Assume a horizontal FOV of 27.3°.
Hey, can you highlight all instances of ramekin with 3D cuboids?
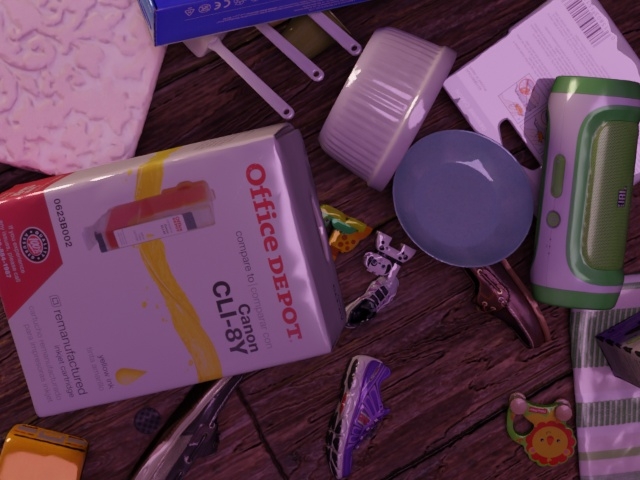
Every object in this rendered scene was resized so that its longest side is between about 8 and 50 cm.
[{"bbox_3d":[0.081,-0.177,1.701,0.109,0.207,0.207,28,87,-1],"label":"ramekin"}]

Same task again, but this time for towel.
[{"bbox_3d":[-0.371,-0.250,1.720,0.332,0.053,0.317,16,90,-7],"label":"towel"},{"bbox_3d":[0.471,0.203,1.837,0.248,0.038,0.324,-5,93,-5],"label":"towel"}]

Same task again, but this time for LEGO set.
[{"bbox_3d":[0.000,0.000,1.754,0.227,0.087,0.093,27,90,-13],"label":"LEGO set"}]

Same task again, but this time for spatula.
[{"bbox_3d":[-0.074,-0.273,1.720,0.168,0.019,0.242,-44,70,-2],"label":"spatula"}]

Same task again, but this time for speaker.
[{"bbox_3d":[0.347,-0.063,1.723,0.131,0.131,0.296,4,96,-7],"label":"speaker"}]

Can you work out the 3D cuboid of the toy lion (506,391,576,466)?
[{"bbox_3d":[0.304,0.264,1.817,0.100,0.034,0.096,9,102,2],"label":"toy lion"}]

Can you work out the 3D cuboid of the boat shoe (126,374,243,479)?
[{"bbox_3d":[-0.168,0.259,1.741,0.073,0.080,0.223,39,91,-11],"label":"boat shoe"}]

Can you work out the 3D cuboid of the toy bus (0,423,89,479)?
[{"bbox_3d":[-0.391,0.413,1.685,0.108,0.130,0.332,15,89,-8],"label":"toy bus"}]

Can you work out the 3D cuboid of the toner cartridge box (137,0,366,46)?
[{"bbox_3d":[-0.069,-0.366,1.686,0.348,0.075,0.165,-14,62,-15],"label":"toner cartridge box"}]

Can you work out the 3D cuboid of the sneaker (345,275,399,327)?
[{"bbox_3d":[0.072,0.085,1.768,0.098,0.069,0.038,-44,96,-4],"label":"sneaker"}]

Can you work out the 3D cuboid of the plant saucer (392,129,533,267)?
[{"bbox_3d":[0.186,-0.052,1.749,0.195,0.037,0.195,3,72,-11],"label":"plant saucer"}]

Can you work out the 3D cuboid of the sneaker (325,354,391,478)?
[{"bbox_3d":[0.055,0.242,1.771,0.071,0.068,0.170,17,88,-13],"label":"sneaker"}]

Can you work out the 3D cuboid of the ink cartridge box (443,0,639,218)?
[{"bbox_3d":[0.335,-0.178,1.803,0.239,0.060,0.275,-36,95,3],"label":"ink cartridge box"}]

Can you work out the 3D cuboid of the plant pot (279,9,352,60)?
[{"bbox_3d":[-0.013,-0.277,1.756,0.079,0.083,0.083,-43,95,8],"label":"plant pot"}]

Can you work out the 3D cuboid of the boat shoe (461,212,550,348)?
[{"bbox_3d":[0.232,0.063,1.786,0.073,0.073,0.207,-31,85,-15],"label":"boat shoe"}]

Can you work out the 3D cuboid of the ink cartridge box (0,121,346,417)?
[{"bbox_3d":[-0.189,0.032,1.629,0.385,0.160,0.279,-13,99,9],"label":"ink cartridge box"}]

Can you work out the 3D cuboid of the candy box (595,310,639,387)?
[{"bbox_3d":[0.471,0.126,1.716,0.165,0.196,0.070,-28,95,-4],"label":"candy box"}]
